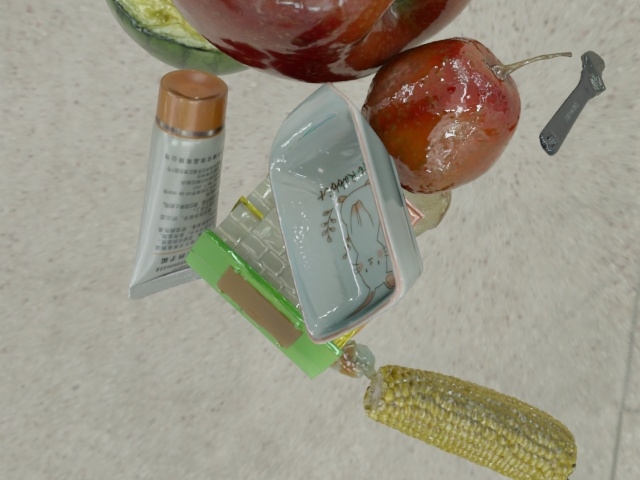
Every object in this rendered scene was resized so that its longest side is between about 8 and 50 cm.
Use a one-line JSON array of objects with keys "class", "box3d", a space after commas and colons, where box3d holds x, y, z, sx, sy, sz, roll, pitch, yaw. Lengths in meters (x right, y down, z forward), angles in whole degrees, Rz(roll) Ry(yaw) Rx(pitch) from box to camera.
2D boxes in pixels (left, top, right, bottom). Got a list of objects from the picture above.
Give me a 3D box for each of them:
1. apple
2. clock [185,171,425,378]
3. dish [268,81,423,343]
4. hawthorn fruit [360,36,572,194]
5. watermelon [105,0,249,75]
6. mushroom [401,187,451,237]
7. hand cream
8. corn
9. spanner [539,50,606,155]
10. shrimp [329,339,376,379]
[{"class": "apple", "box3d": [0.005, -0.317, 1.219, 0.348, 0.348, 0.277, -42, 74, 10]}, {"class": "clock", "box3d": [0.000, 0.000, 1.508, 0.220, 0.106, 0.255, 42, 63, 0]}, {"class": "dish", "box3d": [0.028, -0.032, 1.141, 0.154, 0.064, 0.234, -34, 66, 50]}, {"class": "hawthorn fruit", "box3d": [0.137, -0.140, 1.198, 0.163, 0.162, 0.203, 50, 133, 1]}, {"class": "watermelon", "box3d": [-0.186, -0.369, 1.843, 0.330, 0.189, 0.331, 4, 55, -6]}, {"class": "mushroom", "box3d": [0.065, -0.013, 1.759, 0.095, 0.351, 0.123, 24, 130, 38]}, {"class": "hand cream", "box3d": [-0.172, -0.063, 1.564, 0.089, 0.139, 0.314, 37, 128, 37]}, {"class": "corn", "box3d": [0.201, 0.234, 1.540, 0.310, 0.101, 0.101, 25, 99, -15]}, {"class": "spanner", "box3d": [0.265, -0.146, 1.263, 0.012, 0.208, 0.046, -28, 104, 41]}, {"class": "shrimp", "box3d": [0.052, 0.129, 1.933, 0.161, 0.049, 0.166, 35, 75, -8]}]
